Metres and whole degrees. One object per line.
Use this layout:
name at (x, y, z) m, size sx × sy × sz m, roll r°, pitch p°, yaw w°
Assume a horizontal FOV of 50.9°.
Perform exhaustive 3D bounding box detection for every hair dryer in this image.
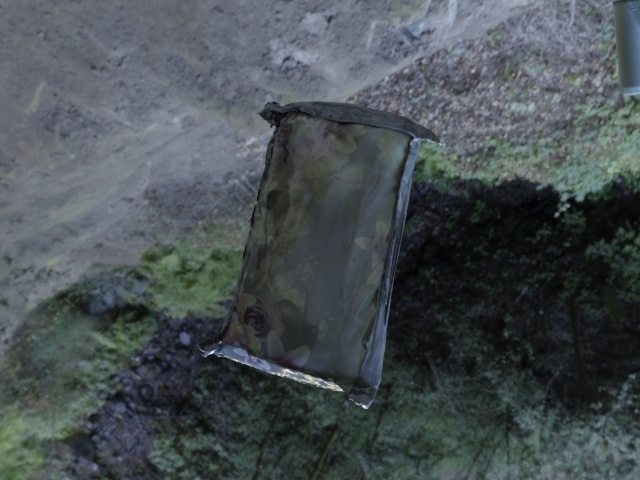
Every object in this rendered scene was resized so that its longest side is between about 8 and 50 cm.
hair dryer at (0.455, -0.251, 0.839) m, size 0.073 × 0.236 × 0.131 m, roll -12°, pitch 104°, yaw -6°

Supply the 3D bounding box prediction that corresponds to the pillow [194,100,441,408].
pillow at (0.000, 0.000, 0.575) m, size 0.169 × 0.255 × 0.059 m, roll 12°, pitch 165°, yaw 11°
